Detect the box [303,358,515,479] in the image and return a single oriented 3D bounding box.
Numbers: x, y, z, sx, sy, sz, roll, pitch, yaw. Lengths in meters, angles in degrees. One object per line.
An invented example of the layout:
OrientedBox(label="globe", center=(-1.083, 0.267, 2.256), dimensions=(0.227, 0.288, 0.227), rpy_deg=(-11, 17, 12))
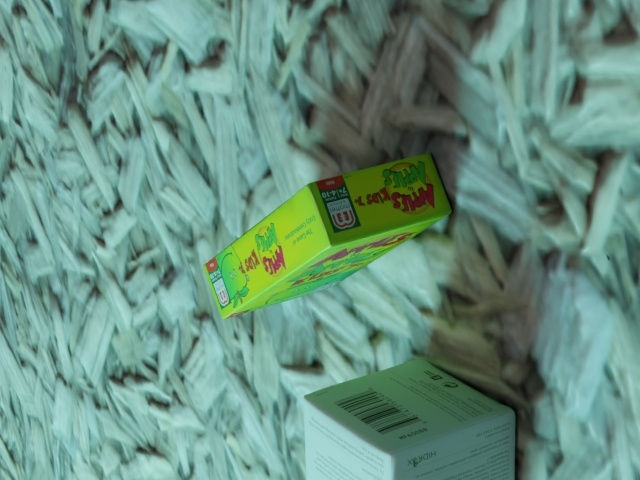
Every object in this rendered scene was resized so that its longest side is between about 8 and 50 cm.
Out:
OrientedBox(label="box", center=(0.056, 0.141, 0.980), dimensions=(0.101, 0.102, 0.087), rpy_deg=(27, 124, 52))

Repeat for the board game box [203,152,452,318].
OrientedBox(label="board game box", center=(0.000, 0.000, 1.018), dimensions=(0.181, 0.092, 0.043), rpy_deg=(-34, 73, 60))
